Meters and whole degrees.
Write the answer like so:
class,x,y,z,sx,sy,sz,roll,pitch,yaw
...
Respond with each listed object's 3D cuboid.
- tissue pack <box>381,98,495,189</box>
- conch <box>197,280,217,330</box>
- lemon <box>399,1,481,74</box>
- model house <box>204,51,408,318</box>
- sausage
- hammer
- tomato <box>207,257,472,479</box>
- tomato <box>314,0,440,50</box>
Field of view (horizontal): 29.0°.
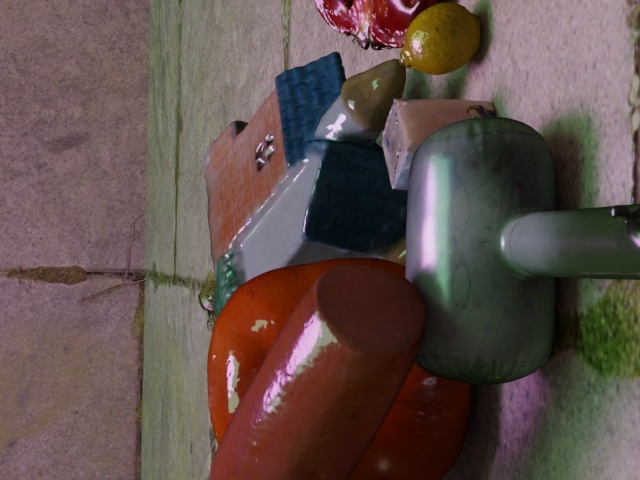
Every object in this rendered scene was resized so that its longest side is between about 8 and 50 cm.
class,x,y,z,sx,sy,sz,roll,pitch,yaw
tissue pack,0.105,-0.082,1.081,0.058,0.094,0.074,108,158,-48
conch,-0.168,0.116,2.073,0.121,0.074,0.089,74,-149,-62
lemon,0.108,-0.181,1.122,0.062,0.083,0.062,61,-177,-6
model house,0.034,-0.060,1.258,0.325,0.194,0.267,-52,35,43
sausage,-0.011,0.140,0.959,0.259,0.114,0.113,-62,28,32
hammer,0.166,0.006,0.863,0.335,0.119,0.206,176,93,-68
tomato,0.020,0.135,1.134,0.180,0.260,0.259,-94,9,-73
tomato,0.072,-0.264,1.237,0.159,0.091,0.139,27,128,43
